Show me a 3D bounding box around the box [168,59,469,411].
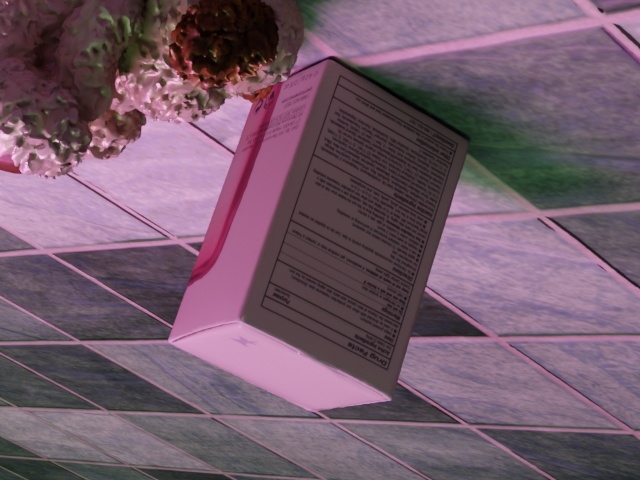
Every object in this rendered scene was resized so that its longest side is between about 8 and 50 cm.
[{"bbox_3d":[0.000,0.000,1.410,0.149,0.232,0.127,29,157,-24],"label":"box"}]

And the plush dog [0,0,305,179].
[{"bbox_3d":[-0.123,-0.152,1.270,0.225,0.210,0.262,2,-173,5],"label":"plush dog"}]
